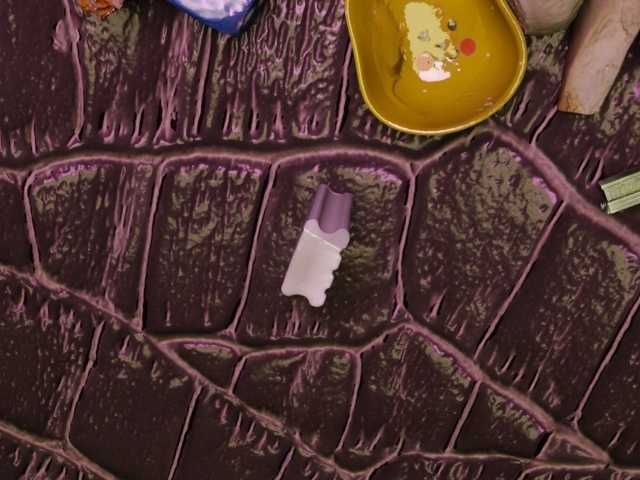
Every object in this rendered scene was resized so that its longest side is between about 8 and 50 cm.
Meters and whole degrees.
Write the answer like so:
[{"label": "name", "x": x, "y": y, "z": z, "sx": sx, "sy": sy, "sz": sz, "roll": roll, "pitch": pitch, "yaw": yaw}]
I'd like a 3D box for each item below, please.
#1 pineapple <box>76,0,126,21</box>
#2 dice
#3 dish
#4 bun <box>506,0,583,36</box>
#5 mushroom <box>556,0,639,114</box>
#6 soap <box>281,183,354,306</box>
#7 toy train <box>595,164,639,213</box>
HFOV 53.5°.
[{"label": "pineapple", "x": -0.278, "y": -0.395, "z": 0.847, "sx": 0.047, "sy": 0.221, "sz": 0.221, "roll": 17, "pitch": 118, "yaw": -42}, {"label": "dice", "x": -0.134, "y": -0.371, "z": 0.855, "sx": 0.143, "sy": 0.146, "sz": 0.146, "roll": 33, "pitch": 109, "yaw": -8}, {"label": "dish", "x": 0.153, "y": -0.283, "z": 0.869, "sx": 0.221, "sy": 0.108, "sz": 0.262, "roll": -17, "pitch": 106, "yaw": 20}, {"label": "bun", "x": 0.272, "y": -0.355, "z": 0.786, "sx": 0.118, "sy": 0.195, "sz": 0.195, "roll": -22, "pitch": 106, "yaw": 17}, {"label": "mushroom", "x": 0.387, "y": -0.328, "z": 0.831, "sx": 0.087, "sy": 0.107, "sz": 0.333, "roll": 5, "pitch": 111, "yaw": -5}, {"label": "soap", "x": 0.000, "y": 0.000, "z": 0.948, "sx": 0.066, "sy": 0.198, "sz": 0.119, "roll": 19, "pitch": 111, "yaw": -2}, {"label": "toy train", "x": 0.463, "y": -0.077, "z": 0.954, "sx": 0.093, "sy": 0.038, "sz": 0.056, "roll": -21, "pitch": 100, "yaw": 14}]
